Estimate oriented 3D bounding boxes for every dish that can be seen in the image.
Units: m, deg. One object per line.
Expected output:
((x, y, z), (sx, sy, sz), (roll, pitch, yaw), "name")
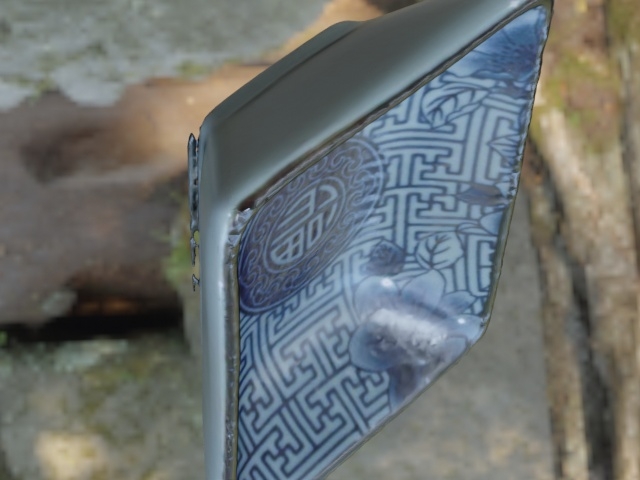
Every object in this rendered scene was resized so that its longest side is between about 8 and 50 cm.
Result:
((0.000, 0.000, 0.749), (0.182, 0.080, 0.243), (-37, 152, -28), "dish")
